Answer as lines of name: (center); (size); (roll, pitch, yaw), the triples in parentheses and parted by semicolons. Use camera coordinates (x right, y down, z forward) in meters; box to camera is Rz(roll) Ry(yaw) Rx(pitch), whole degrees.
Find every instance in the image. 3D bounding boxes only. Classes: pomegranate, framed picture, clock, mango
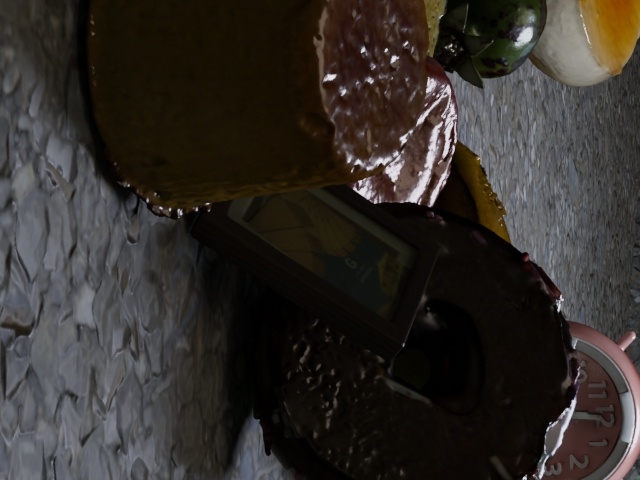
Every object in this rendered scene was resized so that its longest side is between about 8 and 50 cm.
pomegranate: (0.166, -0.238, 1.833); (0.169, 0.148, 0.149); (-48, 135, -69)
framed picture: (0.000, 0.000, 1.241); (0.023, 0.168, 0.128); (-53, -173, 37)
clock: (0.281, 0.205, 2.056); (0.142, 0.241, 0.227); (7, 83, -77)
mango: (0.110, 0.001, 1.660); (0.151, 0.156, 0.249); (19, 48, -46)

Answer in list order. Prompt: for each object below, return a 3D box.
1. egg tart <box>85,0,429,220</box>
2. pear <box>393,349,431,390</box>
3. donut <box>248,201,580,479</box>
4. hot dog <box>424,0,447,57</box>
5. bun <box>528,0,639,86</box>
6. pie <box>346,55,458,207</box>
egg tart: (-0.039, -0.117, 1.074); (0.215, 0.170, 0.215); (-14, 106, -57)
pear: (0.086, 0.129, 1.490); (0.200, 0.200, 0.200); (0, 90, -74)
donut: (0.070, 0.097, 1.331); (0.103, 0.269, 0.270); (129, -30, -67)
hot dog: (0.073, -0.227, 1.625); (0.084, 0.073, 0.243); (61, 35, -52)
bun: (0.321, -0.350, 2.315); (0.299, 0.164, 0.299); (0, 90, -58)
pie: (0.059, -0.081, 1.520); (0.182, 0.049, 0.182); (-31, 133, -40)
